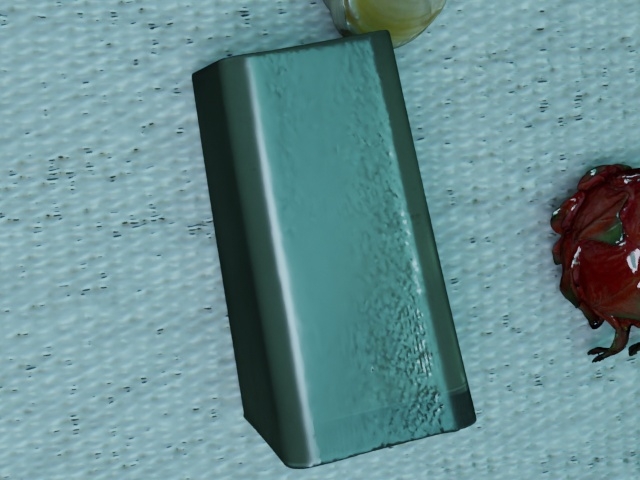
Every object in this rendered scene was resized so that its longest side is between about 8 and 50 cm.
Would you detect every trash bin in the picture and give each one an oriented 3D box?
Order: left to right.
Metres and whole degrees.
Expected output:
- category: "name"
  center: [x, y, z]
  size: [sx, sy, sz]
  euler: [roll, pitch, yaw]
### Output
- category: "trash bin"
  center: [0.000, 0.000, 0.734]
  size: [0.122, 0.164, 0.240]
  euler: [-12, 98, -12]

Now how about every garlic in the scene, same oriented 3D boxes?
- category: "garlic"
  center: [0.033, -0.180, 0.769]
  size: [0.094, 0.074, 0.113]
  euler: [-8, 95, -41]

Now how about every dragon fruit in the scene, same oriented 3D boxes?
- category: "dragon fruit"
  center: [0.225, 0.012, 0.822]
  size: [0.142, 0.130, 0.121]
  euler: [40, 53, -13]
